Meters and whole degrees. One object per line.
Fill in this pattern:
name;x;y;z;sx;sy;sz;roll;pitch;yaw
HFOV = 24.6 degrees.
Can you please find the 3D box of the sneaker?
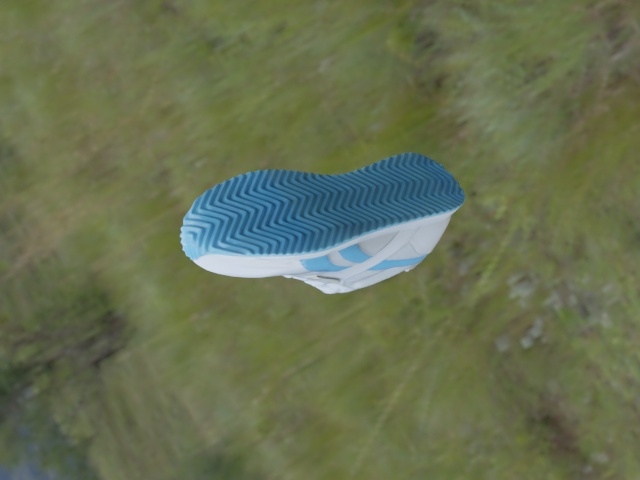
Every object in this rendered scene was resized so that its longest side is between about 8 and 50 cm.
sneaker;0.000;0.000;1.086;0.087;0.229;0.092;59;141;33
